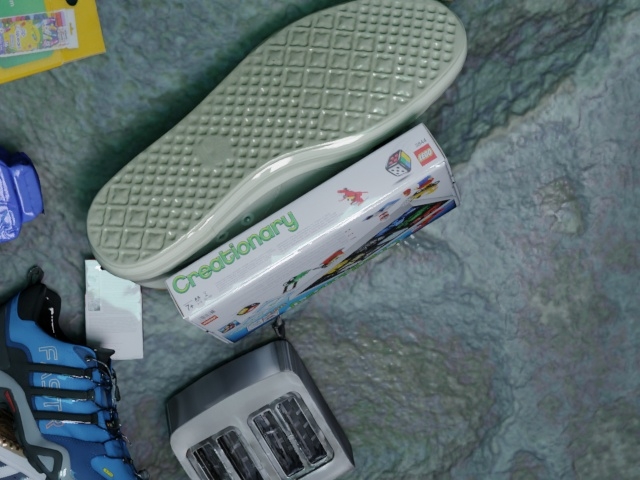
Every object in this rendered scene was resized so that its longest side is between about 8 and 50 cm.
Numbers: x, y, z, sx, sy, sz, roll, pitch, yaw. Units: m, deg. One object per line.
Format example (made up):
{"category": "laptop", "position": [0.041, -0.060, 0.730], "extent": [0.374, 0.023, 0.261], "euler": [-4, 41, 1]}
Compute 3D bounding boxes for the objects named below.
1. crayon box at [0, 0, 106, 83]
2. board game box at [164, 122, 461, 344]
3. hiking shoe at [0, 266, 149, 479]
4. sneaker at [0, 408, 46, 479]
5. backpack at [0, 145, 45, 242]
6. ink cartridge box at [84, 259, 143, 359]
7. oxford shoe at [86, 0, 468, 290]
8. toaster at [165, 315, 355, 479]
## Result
{"category": "crayon box", "position": [-0.377, -0.241, 1.448], "extent": [0.323, 0.083, 0.203], "euler": [-23, 111, -39]}
{"category": "board game box", "position": [0.000, 0.000, 1.562], "extent": [0.305, 0.193, 0.053], "euler": [-31, 75, 2]}
{"category": "hiking shoe", "position": [-0.256, 0.175, 1.571], "extent": [0.132, 0.113, 0.304], "euler": [-44, 78, 1]}
{"category": "sneaker", "position": [-0.356, 0.280, 1.644], "extent": [0.282, 0.099, 0.153], "euler": [35, 97, -17]}
{"category": "backpack", "position": [-0.340, -0.048, 1.546], "extent": [0.101, 0.120, 0.098], "euler": [-10, 104, -14]}
{"category": "ink cartridge box", "position": [-0.226, 0.072, 1.638], "extent": [0.062, 0.029, 0.115], "euler": [-1, 104, -5]}
{"category": "oxford shoe", "position": [-0.042, -0.102, 1.567], "extent": [0.449, 0.130, 0.169], "euler": [-36, 64, -2]}
{"category": "toaster", "position": [-0.069, 0.212, 1.653], "extent": [0.168, 0.110, 0.186], "euler": [-29, 106, 1]}
